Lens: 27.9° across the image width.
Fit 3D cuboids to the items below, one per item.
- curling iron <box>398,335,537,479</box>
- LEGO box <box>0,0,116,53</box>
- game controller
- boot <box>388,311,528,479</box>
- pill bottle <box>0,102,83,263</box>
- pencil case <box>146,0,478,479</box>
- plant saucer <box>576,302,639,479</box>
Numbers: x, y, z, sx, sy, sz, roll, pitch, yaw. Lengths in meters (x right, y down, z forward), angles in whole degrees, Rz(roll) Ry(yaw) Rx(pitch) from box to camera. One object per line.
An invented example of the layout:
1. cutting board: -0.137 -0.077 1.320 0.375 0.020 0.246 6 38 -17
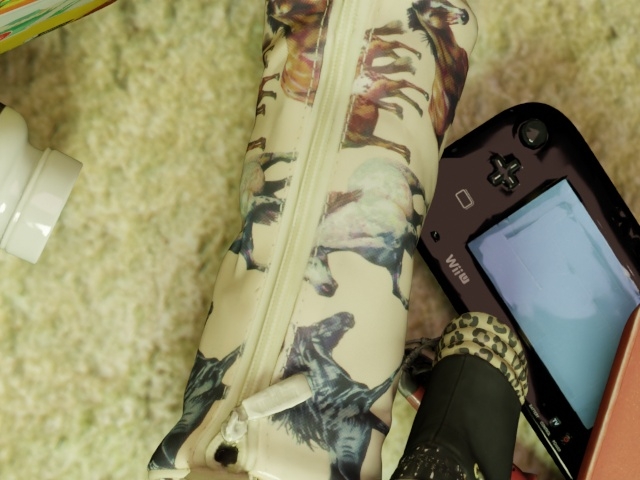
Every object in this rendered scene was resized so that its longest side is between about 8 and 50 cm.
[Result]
1. curling iron: 0.156 0.179 1.010 0.068 0.035 0.274 -43 94 -20
2. LEGO box: -0.193 -0.216 0.683 0.193 0.372 0.500 61 38 -9
3. game controller: 0.200 0.051 1.031 0.166 0.067 0.319 -33 90 -20
4. boot: 0.109 0.184 0.932 0.085 0.236 0.178 7 51 22
5. pill bottle: -0.268 -0.059 0.885 0.193 0.108 0.108 25 74 -11
6. pencil case: 0.000 0.000 0.916 0.160 0.183 0.410 12 76 4
7. plant saucer: 0.298 0.176 0.992 0.259 0.048 0.258 10 100 -27
